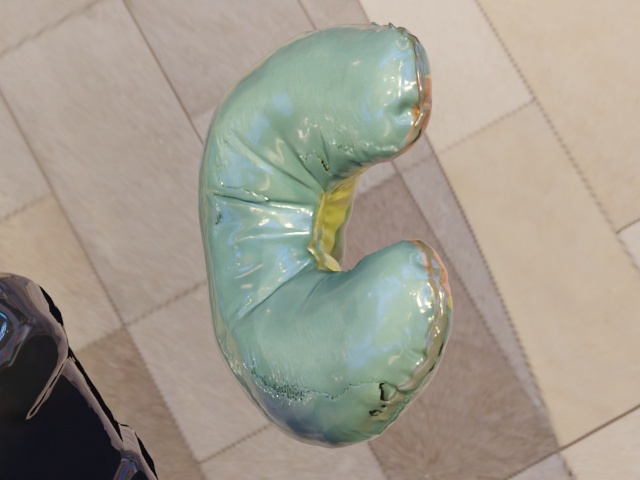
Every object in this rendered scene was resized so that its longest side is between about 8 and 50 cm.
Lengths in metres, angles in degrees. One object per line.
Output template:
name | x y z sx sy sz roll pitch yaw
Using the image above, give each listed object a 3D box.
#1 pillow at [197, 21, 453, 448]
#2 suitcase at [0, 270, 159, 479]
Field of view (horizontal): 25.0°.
pillow | 0.000 0.000 0.818 0.086 0.214 0.233 2 78 -32
suitcase | -0.105 0.166 0.299 0.066 0.206 0.285 2 46 29
